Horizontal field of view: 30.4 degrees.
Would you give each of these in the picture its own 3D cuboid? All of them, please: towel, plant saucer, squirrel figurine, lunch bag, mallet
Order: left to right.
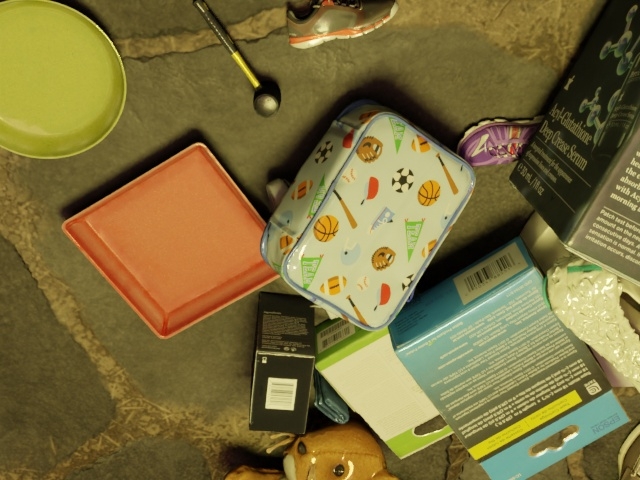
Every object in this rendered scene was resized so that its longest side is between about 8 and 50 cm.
[{"bbox_3d":[-0.389,-0.228,1.635,0.240,0.037,0.241,-1,123,-2],"label":"plant saucer"},{"bbox_3d":[-0.210,-0.003,1.778,0.259,0.048,0.258,-29,119,16],"label":"plant saucer"},{"bbox_3d":[-0.115,-0.258,1.635,0.039,0.062,0.190,-31,104,14],"label":"mallet"},{"bbox_3d":[0.009,0.467,1.995,0.397,0.281,0.370,26,108,-33],"label":"squirrel figurine"},{"bbox_3d":[0.015,0.243,1.899,0.029,0.119,0.067,-39,116,15],"label":"towel"},{"bbox_3d":[0.069,-0.027,1.678,0.243,0.115,0.303,31,94,-33],"label":"lunch bag"}]

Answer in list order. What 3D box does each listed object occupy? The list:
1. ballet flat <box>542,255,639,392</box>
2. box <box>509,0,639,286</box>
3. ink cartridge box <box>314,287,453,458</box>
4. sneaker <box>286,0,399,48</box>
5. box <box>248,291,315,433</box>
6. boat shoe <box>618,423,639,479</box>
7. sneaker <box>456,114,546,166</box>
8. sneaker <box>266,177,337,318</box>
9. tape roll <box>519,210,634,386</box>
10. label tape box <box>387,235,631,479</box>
[{"bbox_3d":[0.482,0.141,1.707,0.147,0.147,0.409,-41,128,21],"label":"ballet flat"},{"bbox_3d":[0.455,-0.160,1.512,0.212,0.293,0.396,25,104,-13],"label":"box"},{"bbox_3d":[0.133,0.211,1.899,0.188,0.097,0.255,-30,120,15],"label":"ink cartridge box"},{"bbox_3d":[0.026,-0.309,1.591,0.157,0.061,0.065,-16,115,7],"label":"sneaker"},{"bbox_3d":[-0.060,0.190,1.839,0.093,0.158,0.156,5,122,-5],"label":"box"},{"bbox_3d":[0.568,0.447,2.063,0.116,0.097,0.324,10,121,-8],"label":"boat shoe"},{"bbox_3d":[0.281,-0.138,1.700,0.169,0.071,0.068,-12,122,6],"label":"sneaker"},{"bbox_3d":[0.000,0.000,1.776,0.091,0.094,0.258,-30,125,-4],"label":"sneaker"},{"bbox_3d":[0.491,0.056,1.823,0.391,0.072,0.392,-2,121,-3],"label":"tape roll"},{"bbox_3d":[0.285,0.193,1.786,0.240,0.106,0.334,-31,118,10],"label":"label tape box"}]
